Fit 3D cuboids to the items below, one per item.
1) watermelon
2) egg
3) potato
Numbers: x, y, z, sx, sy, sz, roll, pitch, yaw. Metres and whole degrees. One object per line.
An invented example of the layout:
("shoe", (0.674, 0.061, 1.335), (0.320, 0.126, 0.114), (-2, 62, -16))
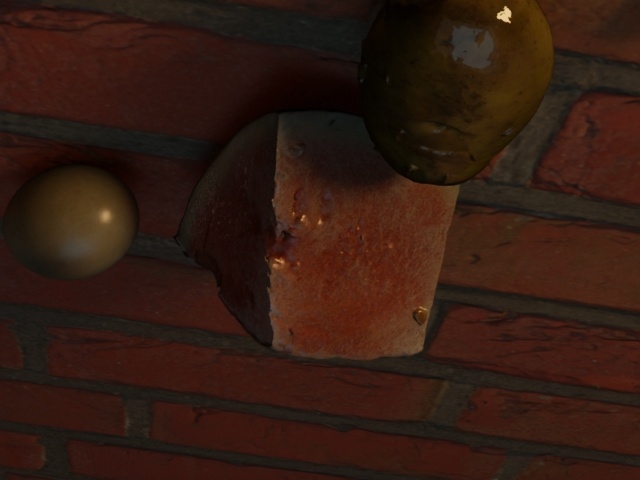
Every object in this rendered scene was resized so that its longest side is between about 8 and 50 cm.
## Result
("watermelon", (0.000, 0.000, 1.382), (0.213, 0.201, 0.261), (5, 152, -18))
("egg", (-0.249, -0.018, 1.499), (0.152, 0.114, 0.114), (-7, 151, 33))
("potato", (0.105, -0.134, 1.189), (0.149, 0.113, 0.251), (13, 146, 4))
